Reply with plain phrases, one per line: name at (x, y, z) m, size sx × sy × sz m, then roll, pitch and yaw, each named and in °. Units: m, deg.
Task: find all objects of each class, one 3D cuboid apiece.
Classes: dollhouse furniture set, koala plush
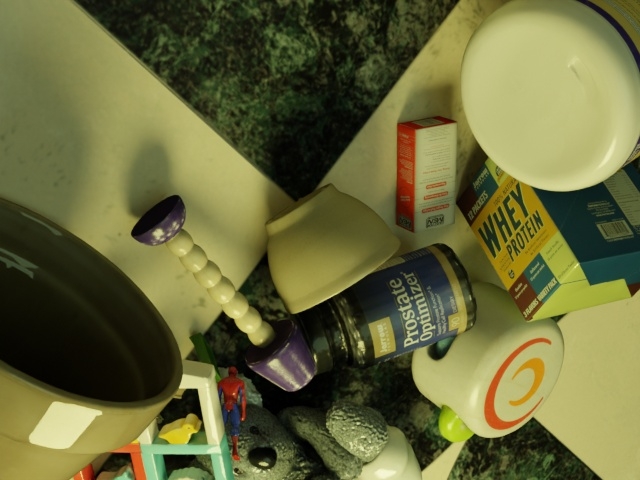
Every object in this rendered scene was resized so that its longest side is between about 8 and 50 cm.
dollhouse furniture set at (-0.199, 0.171, 1.317) m, size 0.152 × 0.058 × 0.076 m, roll -28°, pitch 131°, yaw 0°
koala plush at (-0.061, 0.269, 1.375) m, size 0.221 × 0.203 × 0.196 m, roll 15°, pitch 90°, yaw -16°

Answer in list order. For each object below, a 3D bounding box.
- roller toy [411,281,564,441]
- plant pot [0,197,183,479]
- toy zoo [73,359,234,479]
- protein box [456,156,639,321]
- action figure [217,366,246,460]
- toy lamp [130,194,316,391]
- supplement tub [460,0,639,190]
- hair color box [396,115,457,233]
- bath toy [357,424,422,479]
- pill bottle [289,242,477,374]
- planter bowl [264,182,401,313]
roller toy at (0.230, 0.161, 1.524) m, size 0.209 × 0.146 × 0.191 m, roll -20°, pitch 127°, yaw -33°
plant pot at (-0.341, 0.152, 1.063) m, size 0.323 × 0.323 × 0.280 m, roll 26°, pitch 108°, yaw -38°
toy zoo at (-0.201, 0.234, 1.258) m, size 0.192 × 0.030 × 0.293 m, roll -2°, pitch 115°, yaw 13°
protein box at (0.331, -0.025, 1.462) m, size 0.200 × 0.201 × 0.136 m, roll -9°, pitch 148°, yaw -31°
action figure at (-0.109, 0.204, 1.305) m, size 0.038 × 0.115 × 0.030 m, roll 0°, pitch 153°, yaw 5°
toy lamp at (-0.102, 0.068, 1.272) m, size 0.080 × 0.080 × 0.274 m, roll -44°, pitch 114°, yaw -12°
supplement tub at (0.360, -0.222, 1.379) m, size 0.331 × 0.241 × 0.241 m, roll -29°, pitch 123°, yaw -40°
hair color box at (0.139, -0.087, 1.433) m, size 0.072 × 0.043 × 0.141 m, roll -13°, pitch 113°, yaw -30°
bath toy at (0.025, 0.415, 1.488) m, size 0.129 × 0.151 × 0.348 m, roll 41°, pitch 76°, yaw -27°
pill bottle at (0.078, 0.092, 1.399) m, size 0.219 × 0.123 × 0.122 m, roll -19°, pitch 118°, yaw -13°
planter bowl at (0.000, 0.000, 1.316) m, size 0.162 × 0.162 × 0.109 m, roll -35°, pitch 97°, yaw -19°
